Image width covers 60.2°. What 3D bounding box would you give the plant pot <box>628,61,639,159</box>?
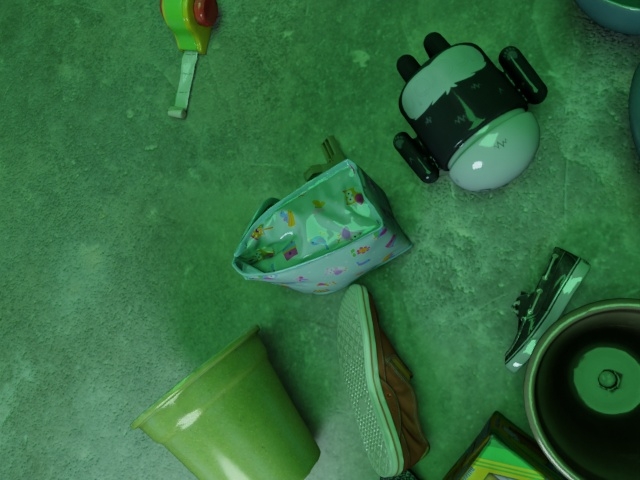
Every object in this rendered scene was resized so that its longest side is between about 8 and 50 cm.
[{"bbox_3d":[0.581,-0.182,0.769,0.293,0.293,0.235,-23,62,15],"label":"plant pot"}]

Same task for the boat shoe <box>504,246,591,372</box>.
[{"bbox_3d":[0.357,0.114,0.915,0.070,0.078,0.219,33,87,18],"label":"boat shoe"}]

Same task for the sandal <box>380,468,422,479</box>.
[{"bbox_3d":[0.173,0.452,0.961,0.179,0.040,0.067,42,104,3],"label":"sandal"}]

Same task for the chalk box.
[{"bbox_3d":[0.334,0.434,0.832,0.289,0.180,0.179,36,96,17],"label":"chalk box"}]

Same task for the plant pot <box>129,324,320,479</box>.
[{"bbox_3d":[-0.144,0.334,0.980,0.276,0.276,0.254,-40,85,11],"label":"plant pot"}]

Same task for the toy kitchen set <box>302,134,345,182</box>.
[{"bbox_3d":[-0.007,-0.149,1.071,0.068,0.083,0.075,-42,67,54],"label":"toy kitchen set"}]

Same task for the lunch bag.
[{"bbox_3d":[0.000,0.000,0.967,0.262,0.223,0.160,-29,70,15],"label":"lunch bag"}]

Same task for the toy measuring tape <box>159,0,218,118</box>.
[{"bbox_3d":[-0.294,-0.433,1.172,0.121,0.121,0.330,12,88,19],"label":"toy measuring tape"}]

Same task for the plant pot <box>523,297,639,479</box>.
[{"bbox_3d":[0.427,0.215,0.795,0.263,0.229,0.263,-2,84,18],"label":"plant pot"}]

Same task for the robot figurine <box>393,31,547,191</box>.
[{"bbox_3d":[0.244,-0.215,0.938,0.278,0.173,0.209,57,145,16],"label":"robot figurine"}]

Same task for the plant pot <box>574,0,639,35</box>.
[{"bbox_3d":[0.515,-0.437,0.851,0.290,0.195,0.290,-3,80,19],"label":"plant pot"}]

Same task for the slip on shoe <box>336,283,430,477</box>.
[{"bbox_3d":[0.106,0.236,0.977,0.101,0.123,0.331,-5,67,-26],"label":"slip on shoe"}]
